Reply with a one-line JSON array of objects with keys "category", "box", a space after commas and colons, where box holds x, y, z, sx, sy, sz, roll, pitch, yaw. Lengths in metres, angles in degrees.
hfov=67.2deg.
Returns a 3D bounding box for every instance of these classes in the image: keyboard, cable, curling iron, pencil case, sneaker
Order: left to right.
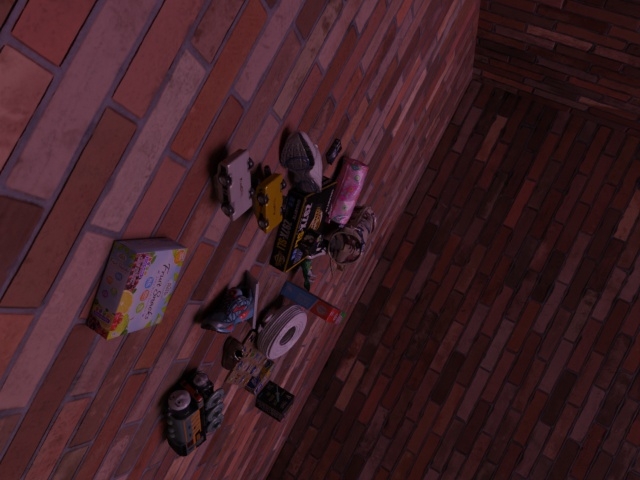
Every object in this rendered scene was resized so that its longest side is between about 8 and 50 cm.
[{"category": "sneaker", "box": [-0.300, 0.211, 1.549, 0.262, 0.104, 0.125, -30, 129, -71]}, {"category": "sneaker", "box": [-0.324, 0.442, 1.813, 0.066, 0.071, 0.188, -48, 157, -41]}, {"category": "keyboard", "box": [-0.247, 0.213, 1.707, 0.014, 0.072, 0.256, -20, 140, -31]}, {"category": "curling iron", "box": [-0.148, -0.160, 1.506, 0.068, 0.035, 0.274, -63, 164, -17]}, {"category": "cable", "box": [-0.159, 0.383, 2.041, 0.257, 0.089, 0.257, -33, 148, -39]}, {"category": "sneaker", "box": [-0.053, -0.269, 1.555, 0.297, 0.111, 0.129, 74, 25, -67]}, {"category": "sneaker", "box": [0.000, 0.000, 2.094, 0.217, 0.079, 0.121, -29, 142, -60]}, {"category": "pencil case", "box": [0.101, -0.205, 2.025, 0.124, 0.124, 0.284, -21, 136, -66]}, {"category": "pencil case", "box": [0.159, -0.040, 2.252, 0.183, 0.160, 0.410, -63, 176, 27]}]

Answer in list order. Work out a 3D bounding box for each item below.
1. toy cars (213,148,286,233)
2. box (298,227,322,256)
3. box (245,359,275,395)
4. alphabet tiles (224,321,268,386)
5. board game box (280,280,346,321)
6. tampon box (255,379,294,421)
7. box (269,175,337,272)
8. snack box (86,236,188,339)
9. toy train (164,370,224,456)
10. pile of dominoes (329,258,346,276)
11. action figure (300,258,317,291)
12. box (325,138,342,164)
[{"category": "toy cars", "box": [-0.198, -0.134, 1.324, 0.176, 0.087, 0.394, -63, 159, 0]}, {"category": "box", "box": [-0.036, 0.007, 1.790, 0.083, 0.052, 0.062, -56, 160, -18]}, {"category": "box", "box": [-0.281, 0.635, 2.254, 0.169, 0.054, 0.059, -53, 161, -31]}, {"category": "alphabet tiles", "box": [-0.284, 0.493, 2.066, 0.285, 0.011, 0.342, -57, 159, -12]}, {"category": "board game box", "box": [-0.026, 0.285, 2.169, 0.064, 0.242, 0.316, -60, 162, -5]}, {"category": "tampon box", "box": [-0.235, 0.834, 2.497, 0.120, 0.161, 0.101, -44, 154, -47]}, {"category": "box", "box": [-0.064, -0.065, 1.821, 0.257, 0.079, 0.321, -32, 145, -56]}, {"category": "snack box", "box": [-0.405, 0.100, 1.079, 0.207, 0.070, 0.174, -65, 163, 11]}, {"category": "toy train", "box": [-0.431, 0.585, 1.625, 0.190, 0.142, 0.333, -36, 149, -38]}, {"category": "pile of dominoes", "box": [0.123, 0.087, 2.651, 0.196, 0.040, 0.251, -57, 162, -20]}, {"category": "action figure", "box": [-0.053, 0.122, 2.007, 0.064, 0.137, 0.232, -16, 163, -5]}, {"category": "box", "box": [0.052, -0.340, 1.849, 0.083, 0.018, 0.067, -59, 163, -14]}]
